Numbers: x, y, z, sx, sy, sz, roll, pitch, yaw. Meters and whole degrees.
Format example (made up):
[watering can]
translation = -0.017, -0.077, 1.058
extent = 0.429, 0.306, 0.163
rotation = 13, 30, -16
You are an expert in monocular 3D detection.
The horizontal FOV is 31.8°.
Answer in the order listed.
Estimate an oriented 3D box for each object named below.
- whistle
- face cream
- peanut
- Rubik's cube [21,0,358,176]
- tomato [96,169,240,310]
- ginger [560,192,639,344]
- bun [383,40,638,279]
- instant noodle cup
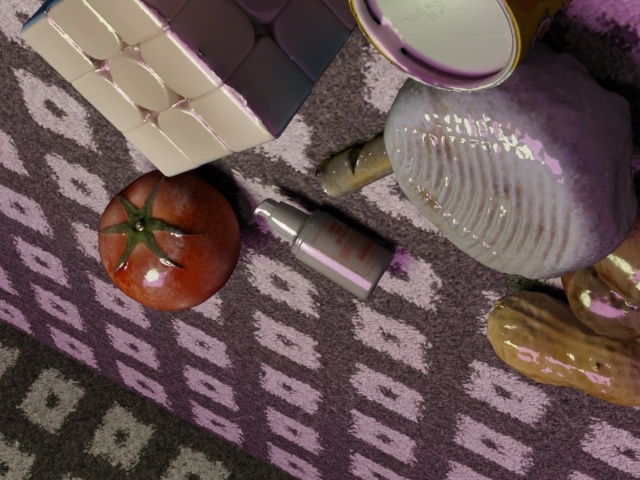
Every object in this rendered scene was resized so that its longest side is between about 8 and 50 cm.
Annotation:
[whistle]
translation = 0.101, -0.130, 1.710
extent = 0.068, 0.057, 0.326
rotation = 41, 151, -20
[face cream]
translation = 0.000, 0.000, 1.973
extent = 0.251, 0.101, 0.101
rotation = 32, 152, 3
[peanut]
translation = 0.417, 0.179, 1.789
extent = 0.313, 0.149, 0.149
rotation = 16, 148, 21
[Rubik's cube]
translation = -0.154, -0.298, 1.466
extent = 0.291, 0.290, 0.291
rotation = 45, 151, -20
[tomato]
translation = -0.273, 0.002, 2.104
extent = 0.264, 0.265, 0.265
rotation = 25, 151, 15
[ginger]
translation = 0.448, 0.051, 1.557
extent = 0.244, 0.155, 0.304
rotation = 22, 159, 7
[bun]
translation = 0.246, -0.115, 1.427
extent = 0.354, 0.194, 0.354
rotation = 33, 150, 21
[instant noodle cup]
translation = 0.165, -0.303, 1.222
extent = 0.264, 0.200, 0.264
rotation = 25, 149, 16
